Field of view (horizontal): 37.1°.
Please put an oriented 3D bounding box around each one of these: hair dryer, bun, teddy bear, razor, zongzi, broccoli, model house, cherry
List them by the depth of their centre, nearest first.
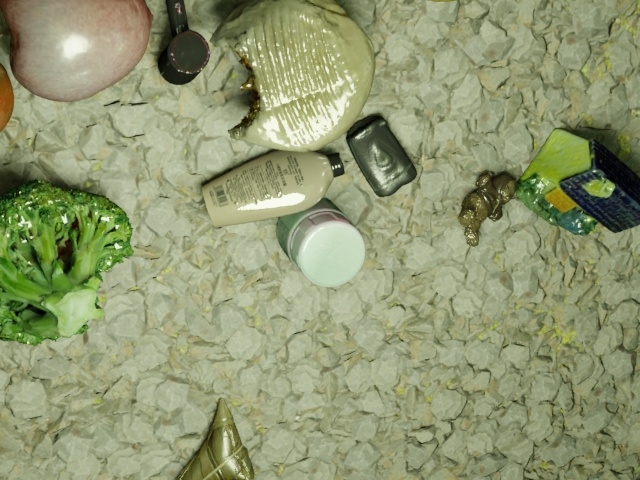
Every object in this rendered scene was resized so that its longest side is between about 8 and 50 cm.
[{"bbox_3d":[-0.376,-0.336,1.483,0.239,0.206,0.239,-1,97,-8],"label":"cherry"},{"bbox_3d":[-0.446,0.044,1.561,0.308,0.275,0.307,-23,127,-34],"label":"broccoli"},{"bbox_3d":[-0.247,-0.387,1.581,0.071,0.114,0.248,-12,91,-19],"label":"hair dryer"},{"bbox_3d":[-0.039,-0.291,1.601,0.282,0.205,0.281,0,106,-1],"label":"bun"},{"bbox_3d":[0.110,-0.156,1.762,0.090,0.054,0.148,-35,112,-3],"label":"razor"},{"bbox_3d":[0.520,-0.086,1.822,0.194,0.211,0.170,36,93,-24],"label":"model house"},{"bbox_3d":[0.312,-0.070,1.843,0.160,0.078,0.119,-44,134,-23],"label":"teddy bear"},{"bbox_3d":[-0.238,0.416,1.852,0.189,0.081,0.178,-21,91,6],"label":"zongzi"}]

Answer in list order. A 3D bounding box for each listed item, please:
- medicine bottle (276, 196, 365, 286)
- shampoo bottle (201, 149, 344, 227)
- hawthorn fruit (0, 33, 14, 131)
[{"bbox_3d":[0.000,0.000,1.719,0.135,0.168,0.135,-5,107,-15],"label":"medicine bottle"},{"bbox_3d":[-0.080,-0.100,1.700,0.257,0.127,0.078,-18,155,-3],"label":"shampoo bottle"},{"bbox_3d":[-0.555,-0.235,1.482,0.149,0.189,0.149,4,68,-9],"label":"hawthorn fruit"}]
